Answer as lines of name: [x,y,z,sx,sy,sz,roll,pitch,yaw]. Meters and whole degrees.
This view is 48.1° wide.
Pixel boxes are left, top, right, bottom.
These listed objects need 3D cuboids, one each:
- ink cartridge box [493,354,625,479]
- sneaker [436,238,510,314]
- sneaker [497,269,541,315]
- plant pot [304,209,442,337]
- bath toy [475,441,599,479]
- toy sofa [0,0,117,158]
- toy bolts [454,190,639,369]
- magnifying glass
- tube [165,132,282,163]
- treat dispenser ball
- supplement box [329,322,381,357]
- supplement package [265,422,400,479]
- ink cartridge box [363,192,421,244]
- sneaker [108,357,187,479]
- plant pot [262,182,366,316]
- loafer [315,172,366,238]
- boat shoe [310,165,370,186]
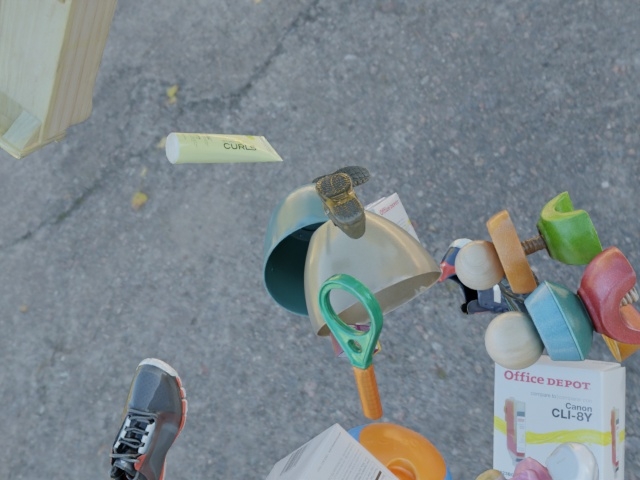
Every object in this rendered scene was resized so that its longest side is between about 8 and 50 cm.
ink cartridge box: [0.579,0.486,1.754,0.279,0.160,0.385,-1,86,41]
sneaker: [0.442,0.151,1.795,0.350,0.131,0.148,35,75,5]
sneaker: [0.472,0.155,1.514,0.101,0.106,0.267,-24,42,-8]
plant pot: [0.079,0.049,1.463,0.284,0.284,0.191,-31,74,15]
bath toy: [0.434,0.526,1.501,0.348,0.129,0.152,-41,40,29]
toy sofa: [-0.454,-0.327,1.152,0.150,0.177,0.363,35,131,3]
toy bolts: [0.256,0.081,0.798,0.158,0.218,0.228,-24,15,11]
magnifying glass: [0.050,0.145,0.949,0.092,0.231,0.026,12,39,38]
tube: [-0.197,-0.191,1.474,0.062,0.240,0.070,-14,82,53]
treat dispenser ball: [0.124,0.512,1.431,0.288,0.288,0.288,-13,63,26]
supplement box: [0.067,0.194,1.374,0.043,0.083,0.055,-45,47,39]
supplement package: [0.047,0.416,0.914,0.177,0.293,0.175,-45,3,44]
ink cartridge box: [0.164,0.015,2.008,0.168,0.171,0.233,-22,95,33]
sneaker: [-0.172,0.194,0.693,0.061,0.065,0.158,12,103,11]
plant pot: [0.000,0.000,1.723,0.293,0.293,0.235,-31,36,15]
loafer: [0.029,-0.048,1.010,0.056,0.050,0.148,-15,31,-1]
boat shoe: [0.061,-0.177,2.093,0.177,0.060,0.064,-14,90,13]
